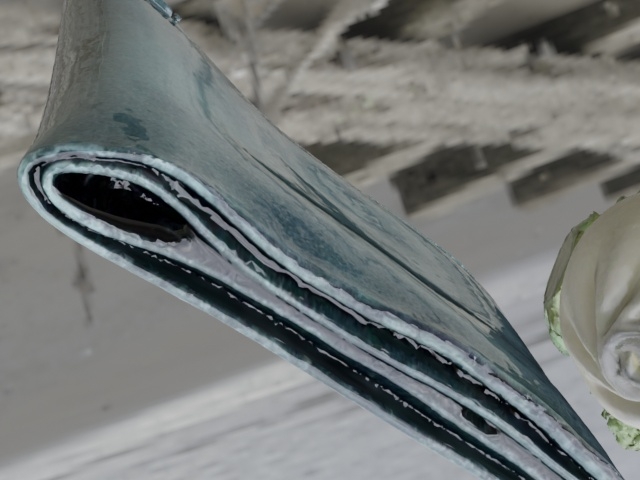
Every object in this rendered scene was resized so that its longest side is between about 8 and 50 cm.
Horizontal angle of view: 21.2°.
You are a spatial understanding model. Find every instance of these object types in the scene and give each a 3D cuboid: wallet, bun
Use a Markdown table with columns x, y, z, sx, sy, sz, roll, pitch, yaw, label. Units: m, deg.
| x | y | z | sx | sy | sz | roll | pitch | yaw | label |
| --- | --- | --- | --- | --- | --- | --- | --- | --- | --- |
| 0.001 | -0.001 | 0.760 | 0.054 | 0.290 | 0.251 | -52 | -162 | 14 | wallet |
| 0.227 | 0.054 | 1.092 | 0.120 | 0.173 | 0.173 | -30 | 179 | -44 | bun |

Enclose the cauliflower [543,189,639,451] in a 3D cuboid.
| x | y | z | sx | sy | sz | roll | pitch | yaw | label |
| --- | --- | --- | --- | --- | --- | --- | --- | --- | --- |
| 0.292 | 0.043 | 1.453 | 0.250 | 0.275 | 0.272 | 2 | 156 | -22 | cauliflower |
